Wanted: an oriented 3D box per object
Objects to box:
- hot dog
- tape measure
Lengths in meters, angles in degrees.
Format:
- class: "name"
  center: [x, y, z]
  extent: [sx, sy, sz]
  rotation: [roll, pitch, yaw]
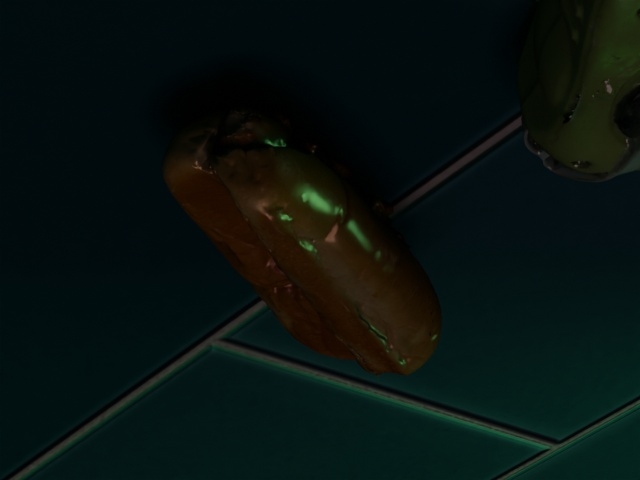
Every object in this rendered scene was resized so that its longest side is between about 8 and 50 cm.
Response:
- class: "hot dog"
  center: [0.000, 0.000, 0.944]
  extent: [0.102, 0.076, 0.249]
  rotation: [16, 160, 32]
- class: "tape measure"
  center: [0.168, -0.092, 0.836]
  extent: [0.154, 0.087, 0.177]
  rotation: [-4, 150, -11]
